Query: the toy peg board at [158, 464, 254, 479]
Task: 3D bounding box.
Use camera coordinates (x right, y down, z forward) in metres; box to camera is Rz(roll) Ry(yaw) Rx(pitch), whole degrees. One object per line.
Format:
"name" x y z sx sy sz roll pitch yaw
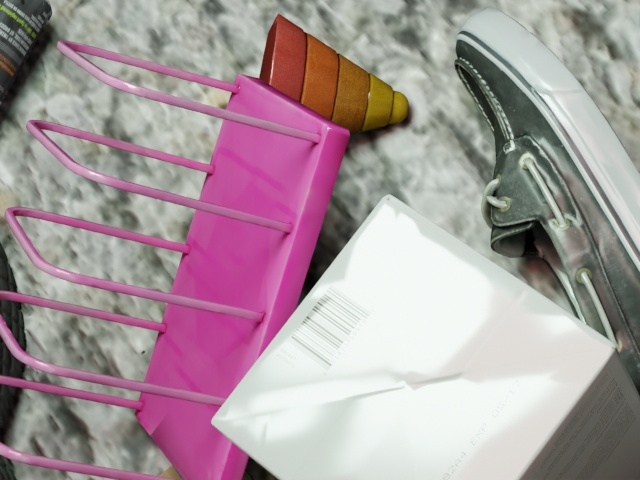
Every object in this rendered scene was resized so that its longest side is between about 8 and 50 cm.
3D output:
"toy peg board" -0.108 0.249 1.484 0.161 0.079 0.161 -38 65 1

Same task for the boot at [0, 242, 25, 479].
"boot" -0.365 0.144 1.588 0.223 0.118 0.338 -11 63 19

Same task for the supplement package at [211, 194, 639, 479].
"supplement package" 0.092 0.137 1.362 0.198 0.262 0.199 35 83 25

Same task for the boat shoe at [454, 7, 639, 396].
"boat shoe" 0.178 -0.030 1.475 0.119 0.121 0.335 -32 67 -1

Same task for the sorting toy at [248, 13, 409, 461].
"sorting toy" 0.000 0.000 1.547 0.126 0.127 0.365 8 71 -8

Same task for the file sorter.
"file sorter" -0.135 0.016 1.427 0.202 0.182 0.290 37 112 64

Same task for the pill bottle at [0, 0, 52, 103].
"pill bottle" -0.343 -0.128 1.667 0.130 0.130 0.245 24 79 23
